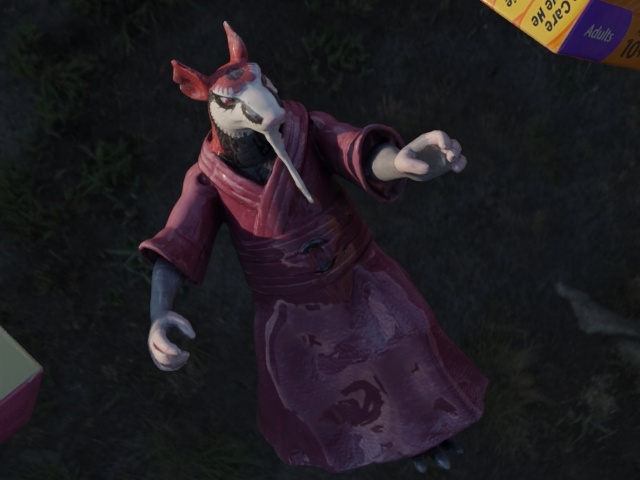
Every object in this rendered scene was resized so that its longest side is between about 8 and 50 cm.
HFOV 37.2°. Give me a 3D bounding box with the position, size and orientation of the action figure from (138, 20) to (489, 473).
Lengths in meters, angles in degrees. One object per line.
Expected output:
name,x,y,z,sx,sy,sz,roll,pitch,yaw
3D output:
action figure,0.000,0.000,0.746,0.248,0.275,0.370,-19,111,8

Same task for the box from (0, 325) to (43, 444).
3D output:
box,-0.381,0.103,0.727,0.243,0.117,0.213,43,52,6

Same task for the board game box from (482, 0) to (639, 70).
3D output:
board game box,0.269,-0.392,0.859,0.356,0.356,0.356,47,122,31
